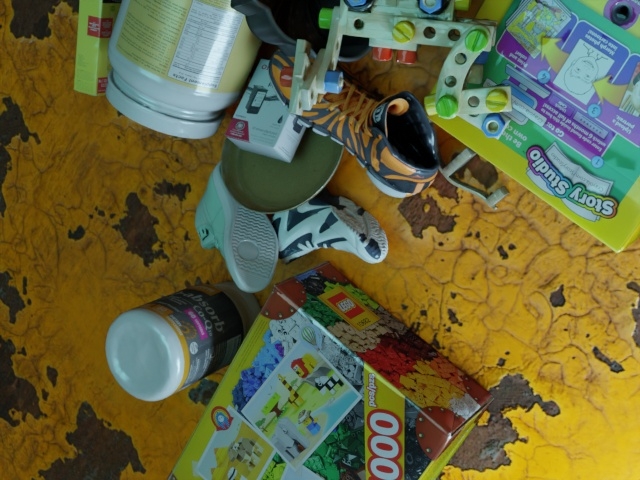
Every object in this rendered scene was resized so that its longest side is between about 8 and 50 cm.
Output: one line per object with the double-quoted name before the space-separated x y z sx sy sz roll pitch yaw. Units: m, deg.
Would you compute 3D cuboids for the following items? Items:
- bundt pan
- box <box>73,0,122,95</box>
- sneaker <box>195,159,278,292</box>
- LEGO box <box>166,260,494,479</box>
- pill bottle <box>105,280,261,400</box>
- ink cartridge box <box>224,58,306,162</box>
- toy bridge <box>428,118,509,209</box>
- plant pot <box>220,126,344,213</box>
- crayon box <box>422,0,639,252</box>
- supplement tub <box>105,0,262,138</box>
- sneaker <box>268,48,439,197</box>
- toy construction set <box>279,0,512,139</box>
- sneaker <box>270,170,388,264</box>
"bundt pan" -0.017 -0.422 1.516 0.124 0.330 0.331 0 103 54
"box" -0.400 -0.388 1.876 0.058 0.087 0.232 19 110 26
"sneaker" -0.150 0.004 1.764 0.151 0.094 0.256 -55 42 48
"LEGO box" -0.003 0.352 1.749 0.372 0.193 0.500 38 118 18
"pill bottle" -0.231 0.166 1.791 0.162 0.278 0.162 8 106 29
"ink cartridge box" -0.074 -0.217 1.681 0.109 0.063 0.151 17 78 32
"toy bridge" 0.219 -0.123 1.601 0.063 0.026 0.188 -43 79 34
"plant pot" -0.059 -0.150 1.704 0.236 0.032 0.236 -11 64 24
"crayon box" 0.372 -0.215 1.441 0.363 0.106 0.313 39 120 18
"supplement tub" -0.210 -0.361 1.676 0.241 0.241 0.331 34 117 20
"sneaker" 0.064 -0.207 1.556 0.321 0.180 0.125 39 75 -2
"toy construction set" 0.110 -0.254 1.405 0.327 0.151 0.215 3 112 0
"sneaker" 0.000 0.000 1.723 0.235 0.094 0.153 37 119 19
